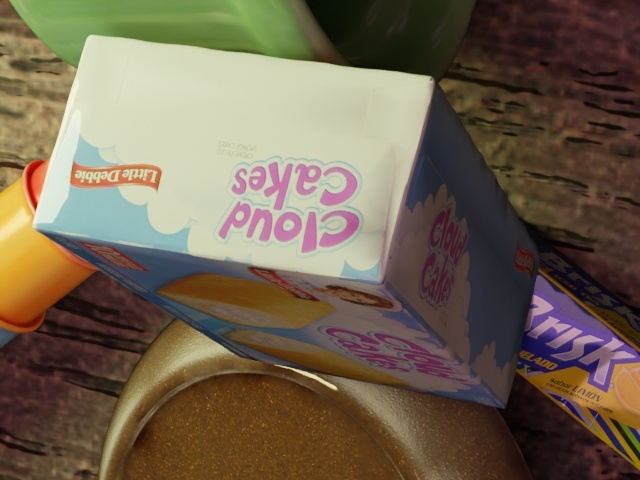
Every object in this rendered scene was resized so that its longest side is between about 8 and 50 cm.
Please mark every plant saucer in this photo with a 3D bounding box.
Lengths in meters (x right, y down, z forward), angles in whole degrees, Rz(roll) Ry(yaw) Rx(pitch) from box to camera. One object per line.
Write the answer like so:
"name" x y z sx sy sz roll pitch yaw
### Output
"plant saucer" -0.017 0.177 0.999 0.310 0.050 0.311 6 101 34

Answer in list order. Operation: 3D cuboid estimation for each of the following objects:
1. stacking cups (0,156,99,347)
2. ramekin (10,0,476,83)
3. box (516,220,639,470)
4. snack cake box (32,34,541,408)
"stacking cups" -0.207 0.042 1.050 0.316 0.096 0.096 -33 96 20
"ramekin" -0.040 -0.207 0.809 0.148 0.303 0.303 -2 107 24
"box" 0.148 0.062 0.964 0.169 0.059 0.054 38 109 1
"snack cake box" 0.000 0.000 0.819 0.152 0.264 0.089 11 78 19
